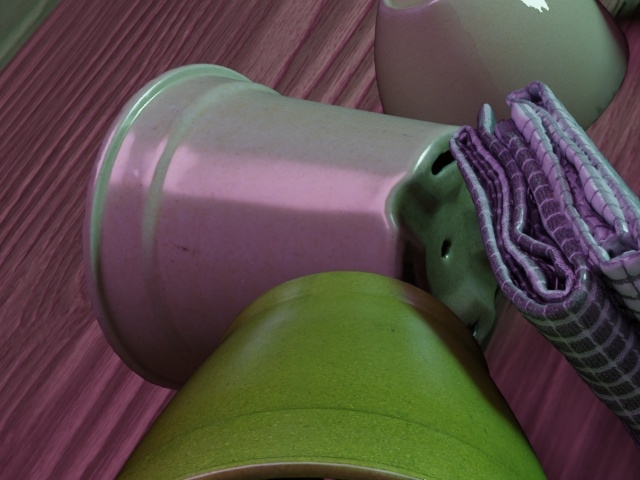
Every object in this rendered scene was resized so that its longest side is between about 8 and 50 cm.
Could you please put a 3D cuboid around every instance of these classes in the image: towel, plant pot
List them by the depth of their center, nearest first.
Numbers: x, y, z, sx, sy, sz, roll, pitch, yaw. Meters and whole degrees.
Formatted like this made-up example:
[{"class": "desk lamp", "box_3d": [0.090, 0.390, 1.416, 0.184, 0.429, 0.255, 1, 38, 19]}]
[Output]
[{"class": "plant pot", "box_3d": [0.010, 0.204, 0.902, 0.366, 0.366, 0.353, -29, 21, 17]}, {"class": "towel", "box_3d": [0.216, 0.027, 0.983, 0.121, 0.235, 0.284, -38, 31, 13]}, {"class": "plant pot", "box_3d": [0.000, 0.000, 1.201, 0.305, 0.334, 0.334, 6, 52, 35]}, {"class": "plant pot", "box_3d": [0.169, -0.225, 1.394, 0.284, 0.191, 0.284, -27, 32, 19]}]
